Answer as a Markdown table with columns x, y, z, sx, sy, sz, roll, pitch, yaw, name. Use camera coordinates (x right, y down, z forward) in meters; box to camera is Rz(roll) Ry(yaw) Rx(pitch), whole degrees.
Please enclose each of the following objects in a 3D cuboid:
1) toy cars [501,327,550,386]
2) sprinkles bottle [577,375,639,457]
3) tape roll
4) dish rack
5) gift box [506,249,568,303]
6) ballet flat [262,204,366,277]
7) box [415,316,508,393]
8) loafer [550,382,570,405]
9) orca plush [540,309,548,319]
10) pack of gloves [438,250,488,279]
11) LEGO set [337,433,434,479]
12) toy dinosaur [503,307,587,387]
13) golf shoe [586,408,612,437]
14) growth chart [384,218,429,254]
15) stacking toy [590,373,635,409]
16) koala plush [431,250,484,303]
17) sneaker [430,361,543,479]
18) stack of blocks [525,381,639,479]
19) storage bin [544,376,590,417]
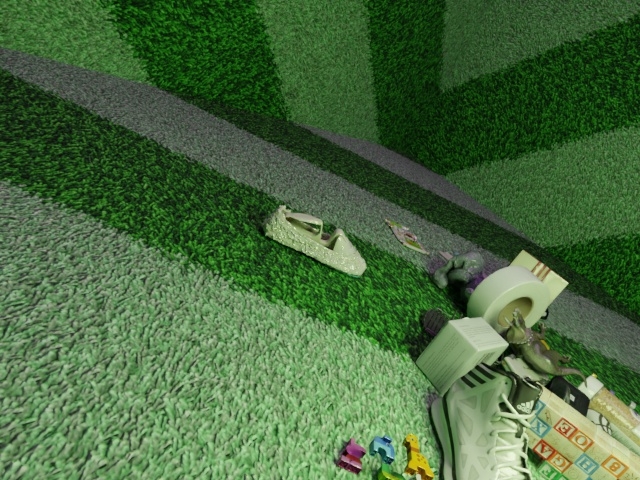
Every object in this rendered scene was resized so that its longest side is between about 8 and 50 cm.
| x | y | z | sx | sy | sz | roll | pitch | yaw | name |
| --- | --- | --- | --- | --- | --- | --- | --- | --- | --- |
| 0.697 | 0.409 | 1.656 | 0.176 | 0.087 | 0.394 | 42 | 30 | 8 | toy cars |
| 0.980 | 0.601 | 1.529 | 0.121 | 0.121 | 0.355 | -1 | 38 | -49 | sprinkles bottle |
| 0.684 | 0.233 | 1.750 | 0.287 | 0.286 | 0.100 | 14 | 28 | -30 | tape roll |
| 0.479 | 0.315 | 1.617 | 0.272 | 0.074 | 0.208 | 34 | 23 | 13 | dish rack |
| 0.844 | 0.199 | 2.015 | 0.255 | 0.258 | 0.276 | 41 | 12 | 23 | gift box |
| 0.000 | 0.000 | 1.656 | 0.409 | 0.146 | 0.147 | 24 | 24 | -13 | ballet flat |
| 0.407 | 0.326 | 1.379 | 0.181 | 0.181 | 0.119 | 4 | 35 | -43 | box |
| 0.696 | 0.504 | 1.402 | 0.061 | 0.170 | 0.062 | 34 | -16 | -15 | loafer |
| 0.928 | 0.257 | 2.190 | 0.287 | 0.102 | 0.151 | 34 | 24 | 12 | orca plush |
| 0.715 | 0.112 | 2.322 | 0.195 | 0.046 | 0.232 | 1 | 36 | -45 | pack of gloves |
| 0.157 | 0.444 | 0.984 | 0.227 | 0.087 | 0.093 | 27 | 24 | -6 | LEGO set |
| 0.713 | 0.368 | 1.559 | 0.161 | 0.121 | 0.313 | -14 | 62 | -40 | toy dinosaur |
| 0.841 | 0.586 | 1.462 | 0.094 | 0.077 | 0.198 | 22 | 23 | -15 | golf shoe |
| 0.413 | -0.015 | 2.279 | 0.172 | 0.021 | 0.237 | 16 | 27 | -28 | growth chart |
| 1.026 | 0.580 | 1.716 | 0.167 | 0.052 | 0.221 | 39 | 27 | 26 | stacking toy |
| 0.604 | 0.177 | 1.919 | 0.197 | 0.203 | 0.221 | 11 | 41 | -35 | koala plush |
| 0.388 | 0.438 | 1.035 | 0.169 | 0.257 | 0.447 | 22 | 25 | -15 | sneaker |
| 0.627 | 0.531 | 1.219 | 0.297 | 0.171 | 0.087 | 38 | 25 | 23 | stack of blocks |
| 0.761 | 0.515 | 1.509 | 0.122 | 0.084 | 0.180 | 40 | 25 | 23 | storage bin |
